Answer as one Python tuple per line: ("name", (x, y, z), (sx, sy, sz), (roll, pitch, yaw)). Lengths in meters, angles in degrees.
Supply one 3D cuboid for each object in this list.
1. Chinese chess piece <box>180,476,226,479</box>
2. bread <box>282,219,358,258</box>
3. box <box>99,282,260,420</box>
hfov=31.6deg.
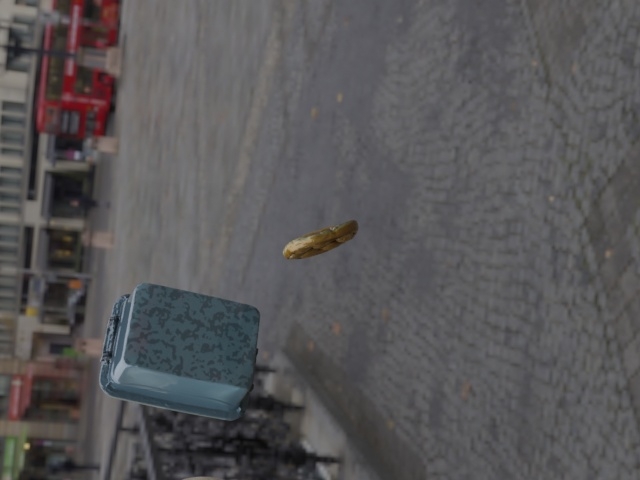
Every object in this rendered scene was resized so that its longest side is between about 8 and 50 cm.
("Chinese chess piece", (-0.194, 0.549, 1.807), (0.338, 0.140, 0.338), (-45, 36, 48))
("bread", (0.000, 0.000, 1.498), (0.110, 0.110, 0.024), (136, 117, -70))
("box", (-0.195, 0.158, 1.635), (0.130, 0.227, 0.162), (130, 151, -58))
